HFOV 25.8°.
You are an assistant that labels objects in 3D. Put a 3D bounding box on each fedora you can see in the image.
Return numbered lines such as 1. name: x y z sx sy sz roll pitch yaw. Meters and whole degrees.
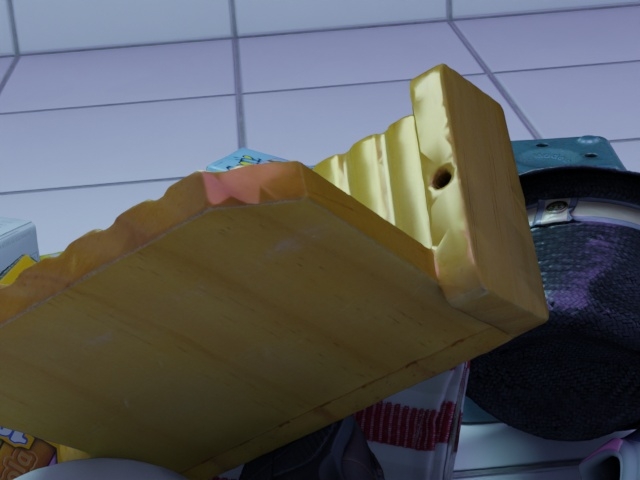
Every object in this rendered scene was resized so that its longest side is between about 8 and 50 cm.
1. fedora: 0.241 0.091 1.305 0.334 0.334 0.152 2 30 15

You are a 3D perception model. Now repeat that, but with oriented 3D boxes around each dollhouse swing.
1. dollhouse swing: -0.074 -0.010 0.983 0.347 0.305 0.315 -28 43 23

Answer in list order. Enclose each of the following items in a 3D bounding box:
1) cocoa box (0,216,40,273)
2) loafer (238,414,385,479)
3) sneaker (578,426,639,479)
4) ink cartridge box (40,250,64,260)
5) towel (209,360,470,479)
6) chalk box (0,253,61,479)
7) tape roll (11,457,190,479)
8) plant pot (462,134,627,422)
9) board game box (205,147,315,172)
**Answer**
1. cocoa box: -0.491 0.099 1.496 0.347 0.228 0.231 8 24 29
2. loafer: 0.005 0.205 1.002 0.109 0.095 0.302 -36 13 4
3. sneaker: 0.298 0.252 1.157 0.131 0.112 0.319 -18 15 7
4. ink cartridge box: -0.175 0.064 1.756 0.307 0.072 0.303 -14 23 -21
5. towel: -0.001 0.160 1.163 0.237 0.329 0.037 5 -11 23
6. chalk box: -0.272 0.196 1.212 0.179 0.289 0.180 31 27 0
7. tape roll: -0.141 0.289 0.922 0.246 0.246 0.169 -11 22 -17
8. plant pot: 0.250 0.024 1.523 0.247 0.252 0.247 -3 20 1
9. board game box: 0.000 0.000 1.677 0.275 0.142 0.144 16 16 11
